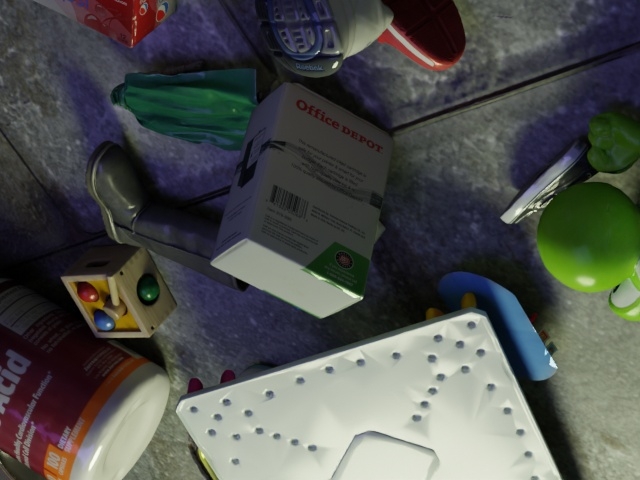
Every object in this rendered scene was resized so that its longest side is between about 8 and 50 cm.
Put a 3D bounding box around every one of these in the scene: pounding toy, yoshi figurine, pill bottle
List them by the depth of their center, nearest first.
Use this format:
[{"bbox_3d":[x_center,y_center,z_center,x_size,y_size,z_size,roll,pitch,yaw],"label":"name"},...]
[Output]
[{"bbox_3d":[0.321,-0.047,1.358,0.203,0.203,0.362,41,143,14],"label":"yoshi figurine"},{"bbox_3d":[-0.279,0.071,1.976,0.141,0.100,0.130,-3,124,39],"label":"pounding toy"},{"bbox_3d":[-0.439,0.193,2.112,0.392,0.224,0.224,29,138,13],"label":"pill bottle"}]

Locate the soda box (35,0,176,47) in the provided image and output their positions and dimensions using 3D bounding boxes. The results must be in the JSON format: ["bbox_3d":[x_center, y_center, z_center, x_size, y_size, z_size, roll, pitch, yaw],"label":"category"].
[{"bbox_3d":[-0.295,-0.322,1.645,0.263,0.092,0.083,26,136,16],"label":"soda box"}]

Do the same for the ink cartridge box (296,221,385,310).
[{"bbox_3d":[0.000,0.000,1.709,0.092,0.090,0.143,46,138,-7],"label":"ink cartridge box"}]

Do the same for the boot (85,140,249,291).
[{"bbox_3d":[-0.189,-0.028,1.841,0.208,0.076,0.190,25,152,28],"label":"boot"}]

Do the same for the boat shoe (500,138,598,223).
[{"bbox_3d":[0.241,-0.052,1.512,0.040,0.049,0.142,41,137,-2],"label":"boat shoe"}]

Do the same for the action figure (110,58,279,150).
[{"bbox_3d":[-0.152,-0.164,1.700,0.232,0.063,0.137,9,132,26],"label":"action figure"}]

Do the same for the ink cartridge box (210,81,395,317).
[{"bbox_3d":[-0.016,-0.045,1.564,0.153,0.208,0.087,28,148,-23],"label":"ink cartridge box"}]

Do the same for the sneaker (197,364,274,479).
[{"bbox_3d":[-0.017,0.298,1.898,0.319,0.208,0.127,15,132,26],"label":"sneaker"}]

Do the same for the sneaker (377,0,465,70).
[{"bbox_3d":[0.048,-0.241,1.480,0.221,0.087,0.128,50,149,7],"label":"sneaker"}]

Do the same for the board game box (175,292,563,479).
[{"bbox_3d":[0.079,0.267,1.765,0.390,0.050,0.390,-18,123,15],"label":"board game box"}]

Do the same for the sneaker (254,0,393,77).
[{"bbox_3d":[-0.017,-0.306,1.339,0.111,0.129,0.297,-2,109,42],"label":"sneaker"}]

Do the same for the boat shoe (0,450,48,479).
[{"bbox_3d":[-0.537,0.288,2.346,0.355,0.132,0.130,49,139,-12],"label":"boat shoe"}]

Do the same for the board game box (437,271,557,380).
[{"bbox_3d":[0.212,0.090,1.670,0.133,0.033,0.169,3,132,54],"label":"board game box"}]

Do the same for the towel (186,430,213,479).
[{"bbox_3d":[-0.089,0.390,2.017,0.282,0.049,0.187,55,-178,40],"label":"towel"}]
